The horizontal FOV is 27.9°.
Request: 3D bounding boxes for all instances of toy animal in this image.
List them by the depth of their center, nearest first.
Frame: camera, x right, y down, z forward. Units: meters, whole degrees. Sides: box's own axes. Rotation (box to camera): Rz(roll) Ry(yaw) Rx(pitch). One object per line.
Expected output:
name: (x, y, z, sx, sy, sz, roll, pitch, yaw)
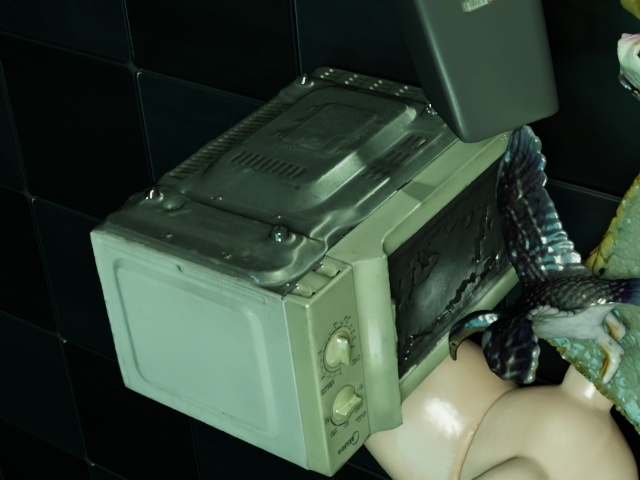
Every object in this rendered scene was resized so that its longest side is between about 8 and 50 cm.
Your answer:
toy animal: (0.193, 0.071, 1.125, 0.160, 0.272, 0.197, 23, 132, -4)
toy animal: (0.182, 0.217, 1.346, 0.326, 0.237, 0.269, 43, 149, 12)

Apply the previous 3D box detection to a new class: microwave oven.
microwave oven: (0.000, 0.000, 1.219, 0.286, 0.355, 0.218, 20, 132, 32)

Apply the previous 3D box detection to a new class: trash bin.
trash bin: (0.116, -0.217, 1.102, 0.165, 0.115, 0.225, -116, 7, -63)

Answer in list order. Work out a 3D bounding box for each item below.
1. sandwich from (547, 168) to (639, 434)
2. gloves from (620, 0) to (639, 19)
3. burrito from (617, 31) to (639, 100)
sandwich: (0.348, 0.061, 1.136, 0.271, 0.099, 0.301, 48, 140, 20)
gloves: (0.272, -0.234, 0.970, 0.331, 0.154, 0.141, 51, 123, 8)
burrito: (0.376, -0.091, 1.003, 0.309, 0.096, 0.066, 25, 123, 14)
